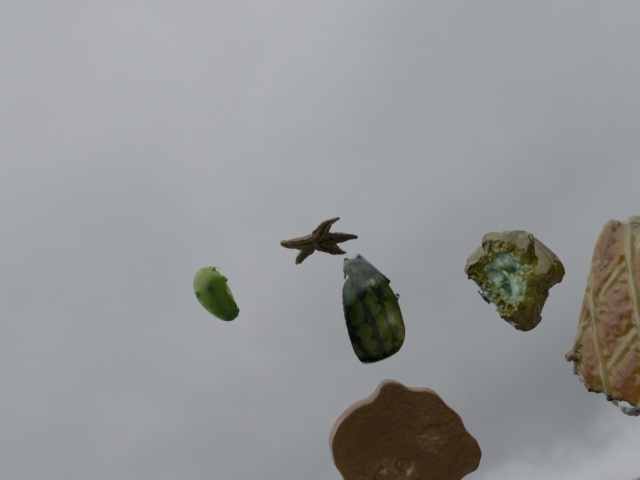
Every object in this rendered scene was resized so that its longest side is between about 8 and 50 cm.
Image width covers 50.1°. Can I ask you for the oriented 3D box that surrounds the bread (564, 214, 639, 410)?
[{"bbox_3d":[0.756,0.159,1.414,0.279,0.371,0.389,2,-80,-42],"label":"bread"}]

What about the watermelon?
[{"bbox_3d":[0.112,0.207,1.741,0.128,0.159,0.303,-26,-72,-33],"label":"watermelon"}]

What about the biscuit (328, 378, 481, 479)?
[{"bbox_3d":[0.229,0.584,1.917,0.365,0.385,0.062,-48,3,2],"label":"biscuit"}]

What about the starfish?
[{"bbox_3d":[0.000,-0.001,2.011,0.227,0.043,0.240,2,-33,-29],"label":"starfish"}]

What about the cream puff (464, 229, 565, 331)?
[{"bbox_3d":[0.655,0.120,2.259,0.270,0.323,0.274,-38,-19,10],"label":"cream puff"}]

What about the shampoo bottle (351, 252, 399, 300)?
[{"bbox_3d":[0.183,0.131,2.287,0.063,0.208,0.057,-49,7,-34],"label":"shampoo bottle"}]

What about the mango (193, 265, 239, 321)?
[{"bbox_3d":[-0.305,0.159,1.987,0.100,0.178,0.119,-33,-3,-19],"label":"mango"}]

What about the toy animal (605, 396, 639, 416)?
[{"bbox_3d":[0.926,0.404,1.968,0.204,0.208,0.156,-27,-44,36],"label":"toy animal"}]
